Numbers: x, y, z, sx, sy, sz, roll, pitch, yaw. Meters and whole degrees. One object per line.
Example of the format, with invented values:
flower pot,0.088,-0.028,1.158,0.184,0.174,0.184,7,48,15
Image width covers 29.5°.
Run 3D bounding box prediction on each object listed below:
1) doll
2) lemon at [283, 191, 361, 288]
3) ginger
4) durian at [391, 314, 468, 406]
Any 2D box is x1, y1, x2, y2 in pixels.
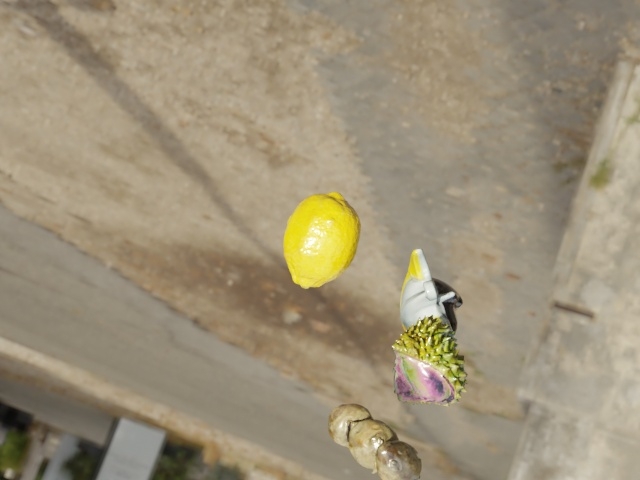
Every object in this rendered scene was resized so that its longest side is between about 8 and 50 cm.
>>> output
doll,0.186,0.123,2.023,0.103,0.145,0.316,4,161,12
lemon,0.000,0.000,1.835,0.114,0.155,0.114,21,-177,-1
ginger,0.089,0.337,2.014,0.204,0.080,0.104,32,161,50
durian,0.180,0.188,1.803,0.108,0.119,0.186,31,153,26
